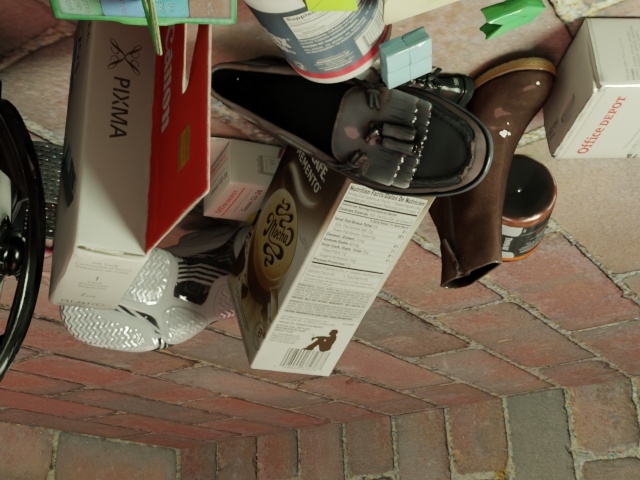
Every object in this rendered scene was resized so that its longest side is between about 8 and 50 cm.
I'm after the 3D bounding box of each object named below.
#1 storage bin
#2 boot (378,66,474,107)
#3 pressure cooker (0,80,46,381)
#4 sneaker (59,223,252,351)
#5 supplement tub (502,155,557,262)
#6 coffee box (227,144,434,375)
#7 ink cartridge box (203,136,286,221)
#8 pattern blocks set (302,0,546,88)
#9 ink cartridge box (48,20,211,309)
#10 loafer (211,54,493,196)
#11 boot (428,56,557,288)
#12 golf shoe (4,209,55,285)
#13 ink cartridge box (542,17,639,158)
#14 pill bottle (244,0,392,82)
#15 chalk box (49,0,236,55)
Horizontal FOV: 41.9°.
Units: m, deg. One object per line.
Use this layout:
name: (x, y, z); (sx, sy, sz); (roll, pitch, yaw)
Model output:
storage bin: (-0.315, -0.055, 1.116); (0.180, 0.084, 0.122); (9, 155, -27)
boot: (0.108, -0.157, 0.962); (0.099, 0.045, 0.121); (5, 149, -22)
pressure cooker: (-0.483, -0.008, 0.816); (0.421, 0.375, 0.369); (8, 135, -3)
sneaker: (-0.200, 0.063, 1.217); (0.366, 0.137, 0.210); (-16, -176, -23)
supplement tub: (0.272, -0.034, 1.197); (0.106, 0.106, 0.198); (-4, 157, 5)
coffee box: (0.000, 0.000, 1.017); (0.119, 0.168, 0.297); (10, 124, -26)
ink cartridge box: (-0.084, -0.074, 1.113); (0.198, 0.067, 0.115); (8, 155, -23)
pattern blocks set: (0.113, -0.249, 0.630); (0.286, 0.026, 0.325); (-28, 152, 4)
ink cartridge box: (-0.162, -0.121, 0.697); (0.066, 0.296, 0.261); (9, 154, -24)
loafer: (0.015, -0.114, 0.814); (0.303, 0.109, 0.095); (23, -165, 31)
boot: (0.202, -0.070, 0.969); (0.090, 0.206, 0.248); (6, 156, -20)
golf shoe: (-0.457, 0.000, 1.230); (0.307, 0.115, 0.140); (-1, 148, -20)
ink cartridge box: (0.373, -0.162, 0.916); (0.218, 0.092, 0.158); (-2, 157, -5)
pill bottle: (-0.014, -0.223, 0.710); (0.108, 0.107, 0.180); (-10, 155, 19)
chalk box: (-0.119, -0.228, 0.550); (0.132, 0.212, 0.132); (1, 157, -7)
